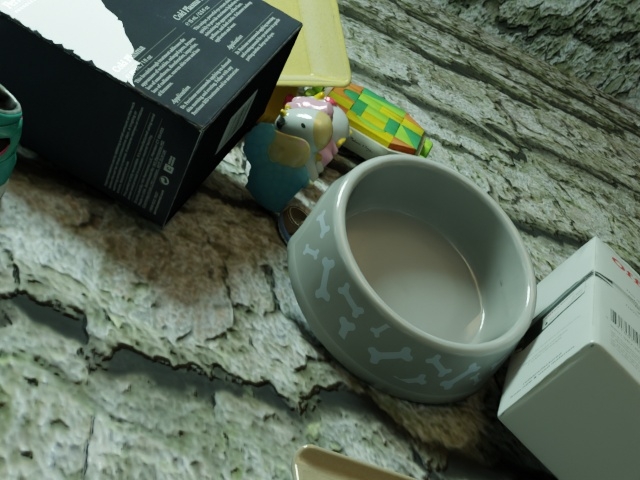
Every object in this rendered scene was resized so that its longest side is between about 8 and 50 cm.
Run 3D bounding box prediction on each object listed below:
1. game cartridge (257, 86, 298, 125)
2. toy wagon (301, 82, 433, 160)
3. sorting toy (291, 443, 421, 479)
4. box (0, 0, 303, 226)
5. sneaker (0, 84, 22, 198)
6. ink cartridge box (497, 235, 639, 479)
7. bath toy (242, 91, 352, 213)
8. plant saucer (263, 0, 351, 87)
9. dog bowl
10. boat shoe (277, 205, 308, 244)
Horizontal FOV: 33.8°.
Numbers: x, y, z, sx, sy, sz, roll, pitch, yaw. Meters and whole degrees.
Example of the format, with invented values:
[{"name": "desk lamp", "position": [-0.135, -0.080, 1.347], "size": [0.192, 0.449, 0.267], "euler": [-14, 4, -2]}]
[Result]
[{"name": "game cartridge", "position": [-0.176, -0.373, 1.847], "size": [0.324, 0.053, 0.285], "euler": [22, 65, -22]}, {"name": "toy wagon", "position": [0.098, -0.236, 2.075], "size": [0.267, 0.068, 0.344], "euler": [31, 24, -1]}, {"name": "sorting toy", "position": [0.062, 0.307, 1.021], "size": [0.193, 0.038, 0.208], "euler": [22, 30, -20]}, {"name": "box", "position": [-0.245, -0.240, 1.429], "size": [0.312, 0.179, 0.343], "euler": [31, 40, 2]}, {"name": "sneaker", "position": [-0.431, -0.127, 1.097], "size": [0.124, 0.178, 0.295], "euler": [44, 27, 27]}, {"name": "ink cartridge box", "position": [0.407, 0.198, 1.408], "size": [0.285, 0.166, 0.395], "euler": [45, 24, -3]}, {"name": "bath toy", "position": [-0.032, -0.168, 1.681], "size": [0.129, 0.151, 0.348], "euler": [46, 21, -5]}, {"name": "plant saucer", "position": [-0.131, -0.405, 1.804], "size": [0.333, 0.081, 0.332], "euler": [-4, 76, -29]}, {"name": "dog bowl", "position": [0.133, 0.036, 1.387], "size": [0.349, 0.102, 0.348], "euler": [17, 51, -22]}, {"name": "boat shoe", "position": [0.000, 0.000, 1.499], "size": [0.066, 0.066, 0.183], "euler": [11, 31, -39]}]
